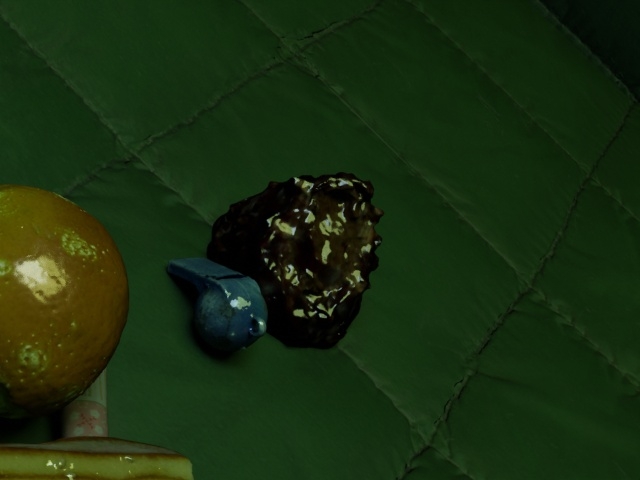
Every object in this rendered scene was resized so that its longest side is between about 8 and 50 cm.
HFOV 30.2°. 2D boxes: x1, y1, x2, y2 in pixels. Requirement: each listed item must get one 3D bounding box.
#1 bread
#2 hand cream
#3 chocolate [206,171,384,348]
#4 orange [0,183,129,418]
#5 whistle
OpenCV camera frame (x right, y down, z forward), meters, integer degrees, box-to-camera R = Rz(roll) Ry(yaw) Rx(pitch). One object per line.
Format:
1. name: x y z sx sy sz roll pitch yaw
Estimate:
1. bread: -0.232 0.236 0.918 0.234 0.184 0.110 10 42 -43
2. hand cream: -0.232 0.143 1.156 0.067 0.043 0.209 15 37 -27
3. chocolate: 0.000 0.000 1.437 0.224 0.177 0.206 9 46 -39
4. orange: -0.265 0.040 1.091 0.179 0.158 0.237 44 13 -34
5. whistle: -0.112 0.077 1.333 0.090 0.090 0.158 6 9 -43
